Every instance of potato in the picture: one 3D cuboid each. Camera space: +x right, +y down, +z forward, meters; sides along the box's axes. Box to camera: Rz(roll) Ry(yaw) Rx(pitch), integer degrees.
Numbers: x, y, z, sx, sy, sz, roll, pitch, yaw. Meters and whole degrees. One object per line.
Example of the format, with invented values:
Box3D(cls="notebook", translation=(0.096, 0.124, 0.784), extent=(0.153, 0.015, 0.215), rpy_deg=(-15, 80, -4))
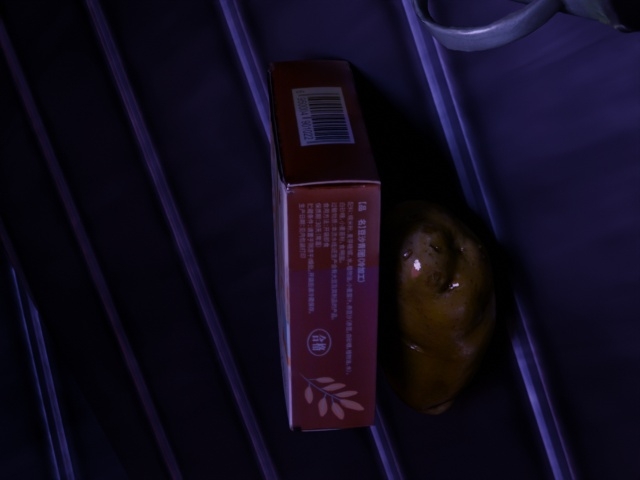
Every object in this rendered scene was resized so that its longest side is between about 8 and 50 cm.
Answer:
Box3D(cls="potato", translation=(0.150, 0.099, 1.643), extent=(0.196, 0.176, 0.369), rpy_deg=(18, 139, 16))

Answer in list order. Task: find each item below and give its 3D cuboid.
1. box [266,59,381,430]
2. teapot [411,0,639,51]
Box3D(cls="box", translation=(0.000, 0.000, 1.629), extent=(0.344, 0.122, 0.385), rpy_deg=(-99, 7, -57))
Box3D(cls="teapot", translation=(0.207, -0.306, 1.218), extent=(0.337, 0.270, 0.200), rpy_deg=(23, 161, 39))
